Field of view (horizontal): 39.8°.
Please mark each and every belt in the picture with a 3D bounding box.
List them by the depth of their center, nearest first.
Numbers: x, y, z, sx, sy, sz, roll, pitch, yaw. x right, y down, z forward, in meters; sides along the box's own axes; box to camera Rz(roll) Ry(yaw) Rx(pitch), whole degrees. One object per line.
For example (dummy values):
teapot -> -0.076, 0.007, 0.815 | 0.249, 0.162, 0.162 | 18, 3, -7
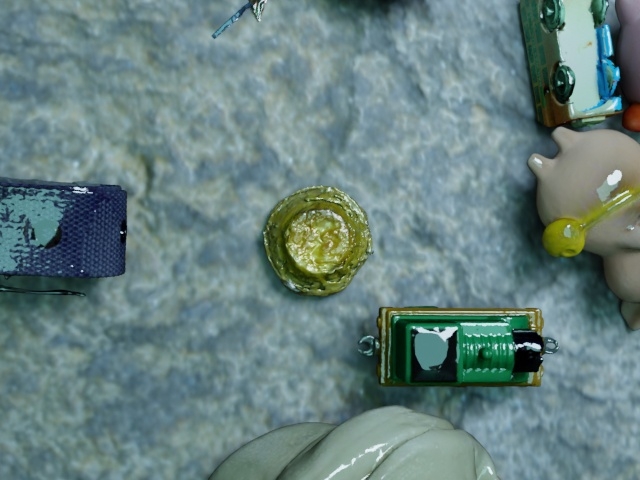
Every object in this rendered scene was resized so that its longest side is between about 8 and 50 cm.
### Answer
belt -> -0.324, -0.006, 0.942 | 0.230, 0.139, 0.126 | 3, 94, -6

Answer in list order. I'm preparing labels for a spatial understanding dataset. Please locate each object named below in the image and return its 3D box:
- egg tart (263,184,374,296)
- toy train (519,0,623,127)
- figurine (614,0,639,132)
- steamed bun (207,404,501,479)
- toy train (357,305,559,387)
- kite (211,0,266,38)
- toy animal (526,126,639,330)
egg tart -> 0.000, 0.000, 1.002 | 0.130, 0.052, 0.130 | 0, 86, -4
toy train -> 0.284, -0.218, 1.002 | 0.072, 0.099, 0.188 | -9, 89, -7
figurine -> 0.411, -0.212, 0.973 | 0.173, 0.173, 0.173 | 0, 89, -4
steamed bun -> 0.061, 0.366, 0.900 | 0.342, 0.255, 0.368 | -19, 92, -6
toy train -> 0.155, 0.119, 0.968 | 0.227, 0.136, 0.091 | 1, 89, -1
kite -> -0.105, -0.340, 1.021 | 0.160, 0.010, 0.183 | -33, 91, -3
toy animal -> 0.336, -0.024, 0.982 | 0.248, 0.149, 0.165 | 43, 103, -9
